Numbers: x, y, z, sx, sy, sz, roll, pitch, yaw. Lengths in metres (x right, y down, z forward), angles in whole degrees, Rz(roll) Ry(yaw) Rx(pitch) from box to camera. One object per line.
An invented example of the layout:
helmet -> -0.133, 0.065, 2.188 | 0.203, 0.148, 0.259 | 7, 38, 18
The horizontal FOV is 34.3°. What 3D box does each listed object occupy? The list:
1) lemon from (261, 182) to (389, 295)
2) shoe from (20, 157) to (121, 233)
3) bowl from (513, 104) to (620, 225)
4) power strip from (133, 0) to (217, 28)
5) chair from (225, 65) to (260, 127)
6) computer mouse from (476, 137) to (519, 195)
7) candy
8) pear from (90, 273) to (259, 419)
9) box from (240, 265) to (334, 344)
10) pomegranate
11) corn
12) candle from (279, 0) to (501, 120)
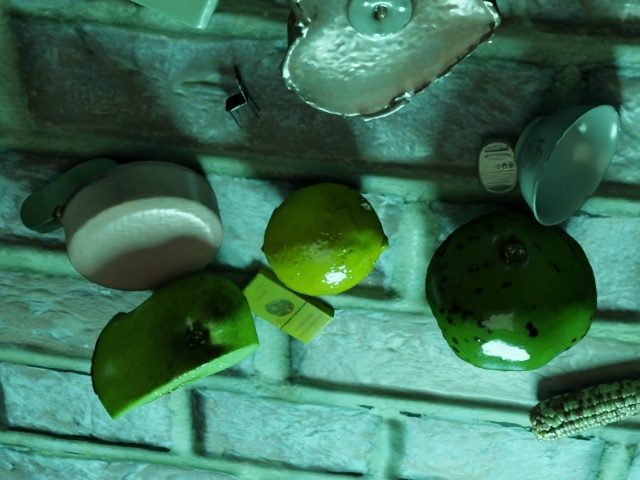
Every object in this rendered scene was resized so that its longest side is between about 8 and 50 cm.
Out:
lemon -> 0.000, 0.000, 1.576 | 0.206, 0.173, 0.173 | -14, 126, 34
shoe -> -0.386, -0.067, 1.663 | 0.195, 0.079, 0.078 | -24, 164, 12
bowl -> 0.329, -0.122, 1.456 | 0.086, 0.189, 0.189 | 35, 139, 34
power strip -> -0.159, -0.405, 1.298 | 0.139, 0.140, 0.224 | 24, 129, -8
chair -> -0.122, -0.208, 1.515 | 0.042, 0.037, 0.086 | -19, 127, 10
computer mouse -> 0.263, -0.112, 1.526 | 0.066, 0.039, 0.096 | -3, 120, 12
candy -> -0.281, -0.018, 1.605 | 0.255, 0.094, 0.255 | -11, 145, -8
pear -> -0.224, 0.147, 1.659 | 0.292, 0.292, 0.159 | -29, 83, 28
box -> -0.062, 0.113, 1.771 | 0.155, 0.023, 0.087 | 32, 129, -16
pomegranate -> 0.286, 0.086, 1.563 | 0.254, 0.254, 0.270 | -2, 139, 11
corn -> 0.474, 0.287, 1.783 | 0.237, 0.079, 0.079 | -20, 123, 22
candle -> 0.087, -0.317, 1.341 | 0.287, 0.131, 0.317 | -2, 138, 3
